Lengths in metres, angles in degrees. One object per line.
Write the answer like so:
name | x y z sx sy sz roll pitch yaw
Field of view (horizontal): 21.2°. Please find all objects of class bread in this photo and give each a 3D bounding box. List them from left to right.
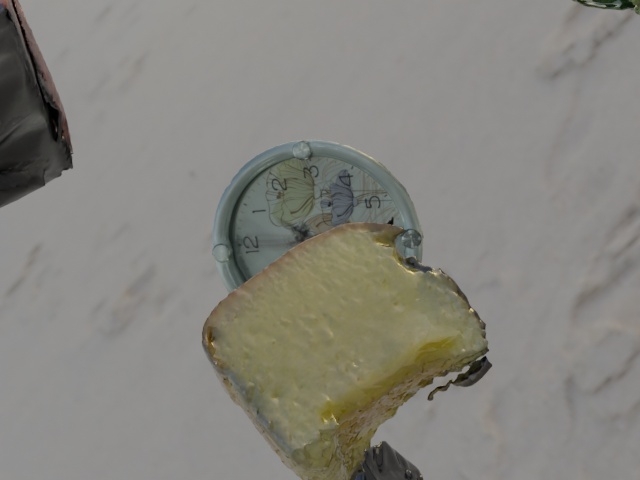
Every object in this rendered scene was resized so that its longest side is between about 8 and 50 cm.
bread | 0.021 0.078 1.139 0.160 0.140 0.169 -39 -17 -7

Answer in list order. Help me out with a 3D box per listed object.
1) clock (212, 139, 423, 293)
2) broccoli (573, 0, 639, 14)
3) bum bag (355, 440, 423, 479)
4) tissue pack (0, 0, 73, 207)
clock | 0.000 0.000 1.885 0.236 0.236 0.053 -39 5 21
broccoli | 0.292 -0.304 1.655 0.254 0.302 0.186 113 154 -53
bum bag | 0.067 0.327 1.716 0.060 0.123 0.248 -23 57 32
tissue pack | -0.305 -0.081 1.186 0.245 0.123 0.332 -21 -15 -7
